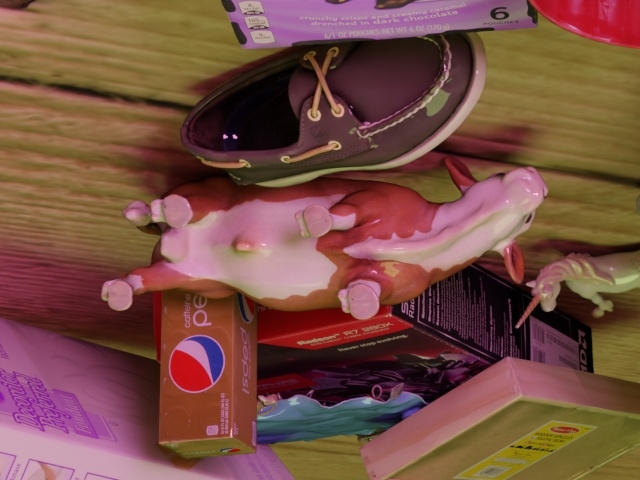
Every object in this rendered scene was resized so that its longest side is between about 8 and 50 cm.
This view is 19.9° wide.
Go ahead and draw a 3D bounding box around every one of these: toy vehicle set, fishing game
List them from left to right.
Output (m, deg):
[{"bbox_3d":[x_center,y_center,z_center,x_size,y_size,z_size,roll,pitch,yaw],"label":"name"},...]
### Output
[{"bbox_3d":[0.009,0.142,1.542,0.264,0.041,0.189,8,160,-43],"label":"fishing game"},{"bbox_3d":[0.178,0.168,1.582,0.166,0.035,0.267,-34,151,29],"label":"toy vehicle set"}]

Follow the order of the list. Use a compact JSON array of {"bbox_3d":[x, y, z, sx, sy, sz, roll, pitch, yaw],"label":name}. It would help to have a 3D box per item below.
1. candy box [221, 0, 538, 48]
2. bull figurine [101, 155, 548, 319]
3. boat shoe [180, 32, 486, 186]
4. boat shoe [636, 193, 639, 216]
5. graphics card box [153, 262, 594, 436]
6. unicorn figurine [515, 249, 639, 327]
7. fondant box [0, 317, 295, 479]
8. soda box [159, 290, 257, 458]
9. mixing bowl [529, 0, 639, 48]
[{"bbox_3d":[0.022,-0.172,0.906,0.165,0.070,0.196,-3,160,8],"label":"candy box"},{"bbox_3d":[0.000,0.000,1.277,0.310,0.101,0.188,-4,-176,23],"label":"bull figurine"},{"bbox_3d":[0.004,-0.083,1.132,0.068,0.081,0.227,12,159,-40],"label":"boat shoe"},{"bbox_3d":[0.268,-0.041,1.333,0.035,0.035,0.100,-22,165,-25],"label":"boat shoe"},{"bbox_3d":[0.057,0.089,1.587,0.233,0.094,0.371,-14,157,30],"label":"graphics card box"},{"bbox_3d":[0.237,0.034,1.508,0.162,0.060,0.111,-21,156,8],"label":"unicorn figurine"},{"bbox_3d":[-0.205,0.169,1.567,0.330,0.096,0.238,17,-166,-30],"label":"fondant box"},{"bbox_3d":[-0.085,0.072,1.405,0.061,0.181,0.058,-7,159,17],"label":"soda box"},{"bbox_3d":[0.183,-0.172,0.870,0.181,0.098,0.181,-1,159,0],"label":"mixing bowl"}]
